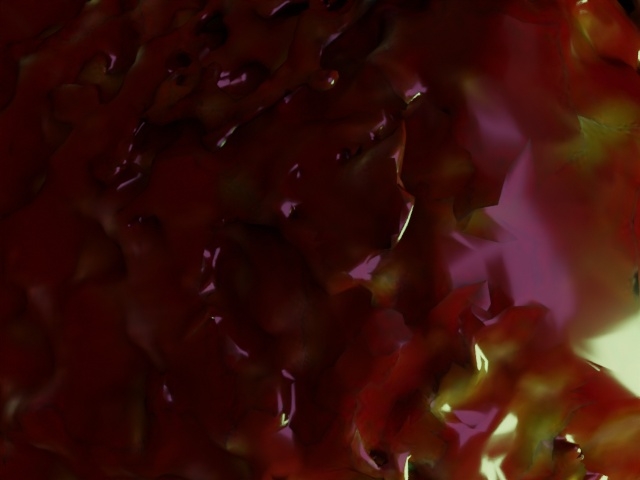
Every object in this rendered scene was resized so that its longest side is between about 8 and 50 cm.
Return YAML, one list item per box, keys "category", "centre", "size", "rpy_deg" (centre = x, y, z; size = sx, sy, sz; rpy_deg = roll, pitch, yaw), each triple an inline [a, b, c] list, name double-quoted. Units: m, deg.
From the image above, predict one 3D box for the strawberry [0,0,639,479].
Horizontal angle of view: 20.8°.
- category: "strawberry"
  centre: [0.000, 0.000, 0.392]
  size: [0.234, 0.178, 0.234]
  rpy_deg: [4, 77, -20]
